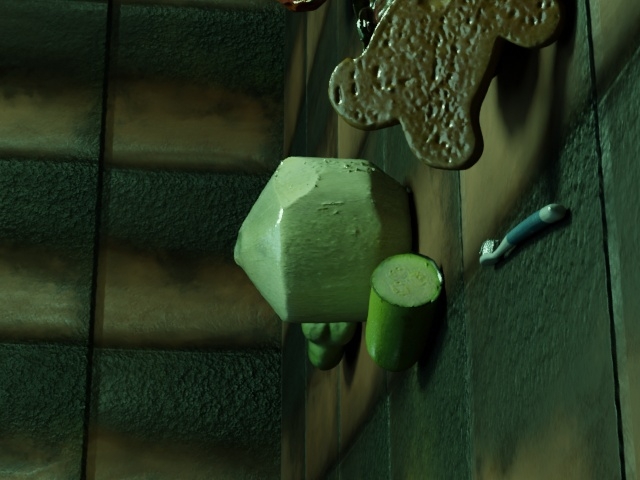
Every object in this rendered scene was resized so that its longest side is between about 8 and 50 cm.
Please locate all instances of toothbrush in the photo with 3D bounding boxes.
[{"bbox_3d":[0.197,-0.008,1.426,0.276,0.019,0.025,125,155,-77],"label":"toothbrush"}]

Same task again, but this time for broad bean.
[{"bbox_3d":[0.013,0.138,2.529,0.228,0.100,0.169,101,176,-57],"label":"broad bean"}]

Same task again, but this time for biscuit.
[{"bbox_3d":[0.144,-0.228,1.372,0.049,0.205,0.324,-5,-58,-56],"label":"biscuit"}]

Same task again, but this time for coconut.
[{"bbox_3d":[0.000,0.000,2.070,0.245,0.247,0.245,-178,90,-84],"label":"coconut"}]

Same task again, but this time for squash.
[{"bbox_3d":[0.103,0.110,1.869,0.188,0.095,0.095,95,173,-48],"label":"squash"}]

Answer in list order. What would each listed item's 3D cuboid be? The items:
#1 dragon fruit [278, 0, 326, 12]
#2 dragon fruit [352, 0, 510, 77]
[{"bbox_3d":[-0.029,-0.579,2.636,0.250,0.250,0.315,-124,24,-78],"label":"dragon fruit"},{"bbox_3d":[0.122,-0.227,1.515,0.188,0.182,0.182,39,-130,-67],"label":"dragon fruit"}]
